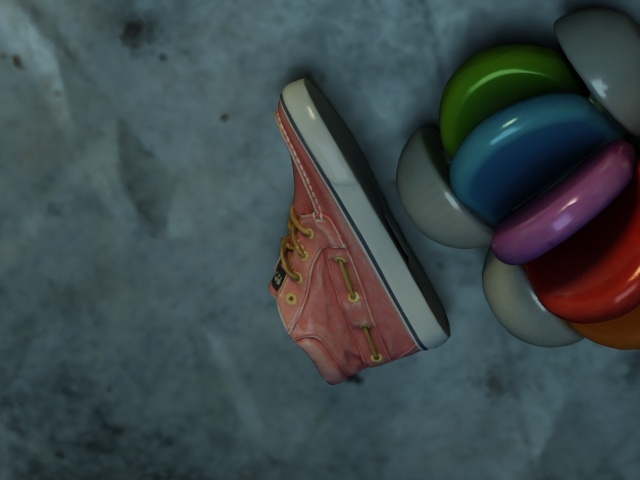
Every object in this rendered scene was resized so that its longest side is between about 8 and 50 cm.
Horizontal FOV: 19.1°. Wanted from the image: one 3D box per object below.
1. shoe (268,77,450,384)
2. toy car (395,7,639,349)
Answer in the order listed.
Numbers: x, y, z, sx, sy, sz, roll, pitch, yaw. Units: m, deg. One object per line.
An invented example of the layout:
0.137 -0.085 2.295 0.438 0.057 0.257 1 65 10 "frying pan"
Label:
0.000 0.000 1.070 0.081 0.063 0.178 -25 113 11 "shoe"
0.134 -0.019 1.005 0.159 0.136 0.182 -36 105 20 "toy car"
